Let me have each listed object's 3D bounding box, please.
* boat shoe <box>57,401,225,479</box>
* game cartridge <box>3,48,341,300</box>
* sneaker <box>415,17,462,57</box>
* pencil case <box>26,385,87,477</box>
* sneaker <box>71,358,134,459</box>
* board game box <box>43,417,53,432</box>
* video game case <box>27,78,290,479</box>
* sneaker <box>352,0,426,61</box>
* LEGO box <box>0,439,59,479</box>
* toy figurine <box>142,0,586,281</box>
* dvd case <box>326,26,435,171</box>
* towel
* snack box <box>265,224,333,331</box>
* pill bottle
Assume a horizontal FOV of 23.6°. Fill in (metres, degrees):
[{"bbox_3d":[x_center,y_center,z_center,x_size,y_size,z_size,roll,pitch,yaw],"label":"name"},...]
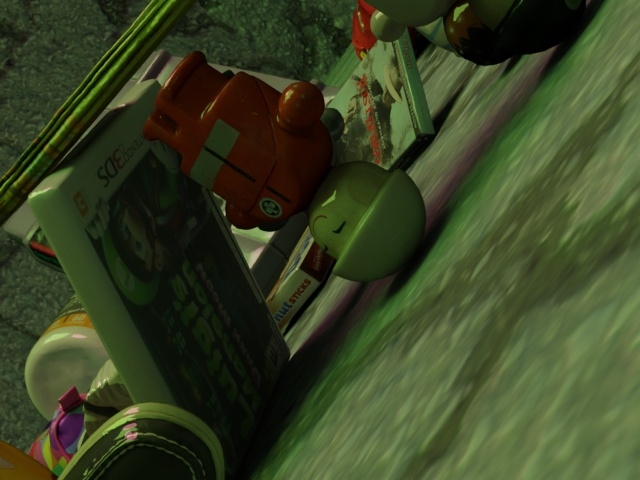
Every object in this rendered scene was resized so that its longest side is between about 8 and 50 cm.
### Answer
[{"bbox_3d":[-0.109,0.177,0.684,0.223,0.080,0.073,-59,9,18],"label":"boat shoe"},{"bbox_3d":[-0.120,-0.050,1.318,0.355,0.068,0.230,18,65,49],"label":"game cartridge"},{"bbox_3d":[0.132,-0.225,0.965,0.237,0.086,0.085,-52,4,19],"label":"sneaker"},{"bbox_3d":[-0.262,0.231,1.641,0.104,0.104,0.236,-58,5,-31],"label":"pencil case"},{"bbox_3d":[-0.090,0.077,1.020,0.235,0.094,0.153,114,177,-55],"label":"sneaker"},{"bbox_3d":[-0.230,0.196,1.745,0.133,0.033,0.169,-39,-17,36],"label":"board game box"},{"bbox_3d":[-0.078,0.025,0.826,0.022,0.190,0.173,-19,19,19],"label":"video game case"},{"bbox_3d":[0.079,-0.217,1.519,0.279,0.107,0.118,-65,-8,-80],"label":"sneaker"},{"bbox_3d":[-0.373,0.167,0.902,0.193,0.372,0.500,-60,-9,-2],"label":"LEGO box"},{"bbox_3d":[0.026,-0.089,0.796,0.213,0.148,0.209,-57,-1,0],"label":"toy figurine"},{"bbox_3d":[0.037,-0.080,1.029,0.119,0.013,0.087,-47,49,54],"label":"dvd case"},{"bbox_3d":[-0.098,-0.097,0.777,0.237,0.021,0.102,-47,9,14],"label":"towel"},{"bbox_3d":[0.000,0.000,1.094,0.064,0.022,0.178,-51,6,33],"label":"snack box"},{"bbox_3d":[-0.259,0.120,1.982,0.162,0.162,0.278,-52,6,31],"label":"pill bottle"}]
